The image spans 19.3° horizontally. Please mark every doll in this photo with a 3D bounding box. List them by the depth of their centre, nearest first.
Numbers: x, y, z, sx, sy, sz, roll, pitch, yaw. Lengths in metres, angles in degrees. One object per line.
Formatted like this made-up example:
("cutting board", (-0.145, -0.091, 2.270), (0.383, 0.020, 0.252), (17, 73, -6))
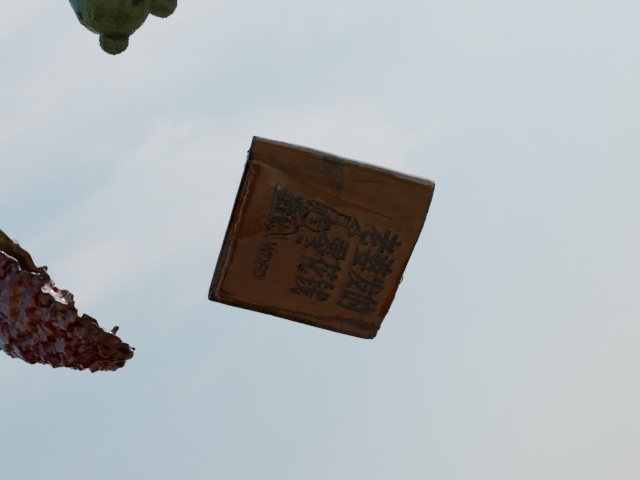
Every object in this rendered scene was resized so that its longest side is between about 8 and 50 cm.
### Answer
("doll", (-0.153, -0.235, 1.583), (0.077, 0.115, 0.150), (-8, 39, 52))

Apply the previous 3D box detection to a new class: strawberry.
("strawberry", (-0.242, 0.044, 1.444), (0.087, 0.208, 0.167), (-47, -53, -5))

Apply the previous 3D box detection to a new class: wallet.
("wallet", (0.001, 0.002, 1.572), (0.195, 0.161, 0.042), (110, 170, -48))
